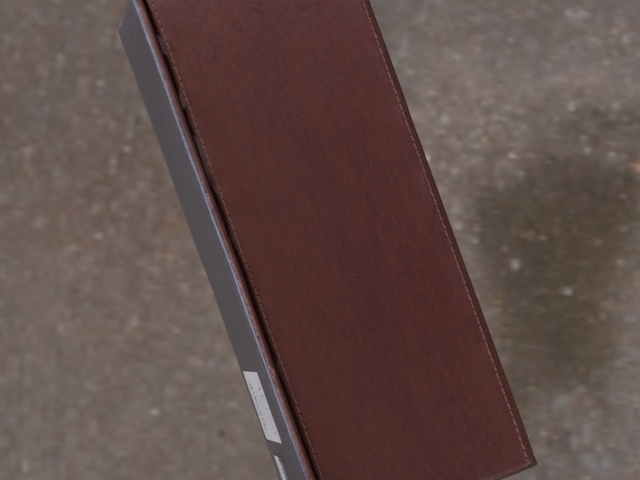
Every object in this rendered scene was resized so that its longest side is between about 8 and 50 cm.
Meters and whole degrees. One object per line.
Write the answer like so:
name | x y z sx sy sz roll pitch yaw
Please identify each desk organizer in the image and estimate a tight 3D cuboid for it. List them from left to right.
desk organizer | 0.000 0.000 0.448 0.047 0.050 0.130 153 98 -80
